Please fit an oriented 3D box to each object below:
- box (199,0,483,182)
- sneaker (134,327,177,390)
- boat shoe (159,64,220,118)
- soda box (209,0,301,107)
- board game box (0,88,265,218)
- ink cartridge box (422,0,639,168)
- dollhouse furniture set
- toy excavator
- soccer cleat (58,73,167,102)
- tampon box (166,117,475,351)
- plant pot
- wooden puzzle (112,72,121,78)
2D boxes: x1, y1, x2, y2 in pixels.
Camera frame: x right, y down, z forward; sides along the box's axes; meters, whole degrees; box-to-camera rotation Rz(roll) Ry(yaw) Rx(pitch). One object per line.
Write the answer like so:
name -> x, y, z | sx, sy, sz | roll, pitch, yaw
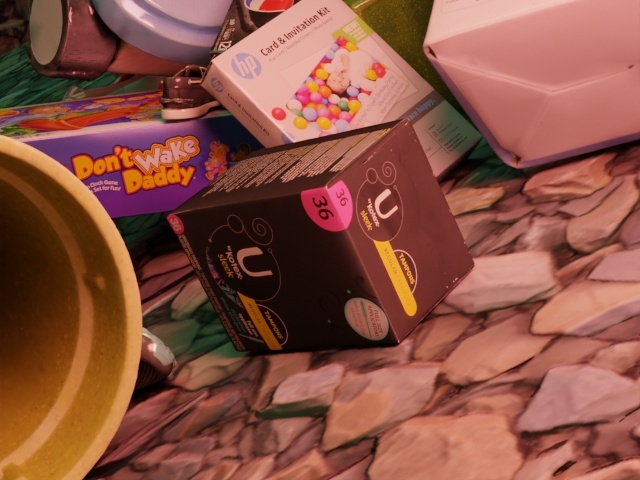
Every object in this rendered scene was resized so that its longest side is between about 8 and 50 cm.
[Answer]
box -> 0.019, -0.104, 1.272 | 0.145, 0.186, 0.038 | -39, -11, -35
sneaker -> -0.176, 0.109, 1.169 | 0.166, 0.065, 0.076 | -16, 37, 39
boat shoe -> -0.109, -0.132, 1.355 | 0.046, 0.038, 0.125 | 1, 14, 15
soda box -> -0.048, -0.187, 1.387 | 0.053, 0.060, 0.169 | 0, 39, 13
board game box -> -0.156, -0.083, 1.430 | 0.347, 0.078, 0.233 | -9, 13, -15
ink cartridge box -> 0.255, -0.268, 1.220 | 0.270, 0.151, 0.395 | -13, 46, 30
dollhouse furniture set -> 0.154, -0.223, 1.455 | 0.301, 0.151, 0.197 | -30, 18, -10
toy excavator -> -0.109, -0.406, 1.473 | 0.222, 0.433, 0.445 | 2, -24, -33
soccer cleat -> -0.299, -0.111, 1.844 | 0.318, 0.116, 0.109 | -36, 20, -28
tampon box -> 0.000, 0.000, 1.096 | 0.161, 0.120, 0.101 | -9, 25, 45
plant pot -> -0.296, 0.046, 1.108 | 0.276, 0.276, 0.254 | -33, 21, -18
wooden puzzle -> -0.122, -0.334, 1.846 | 0.322, 0.080, 0.348 | -14, -25, -3
